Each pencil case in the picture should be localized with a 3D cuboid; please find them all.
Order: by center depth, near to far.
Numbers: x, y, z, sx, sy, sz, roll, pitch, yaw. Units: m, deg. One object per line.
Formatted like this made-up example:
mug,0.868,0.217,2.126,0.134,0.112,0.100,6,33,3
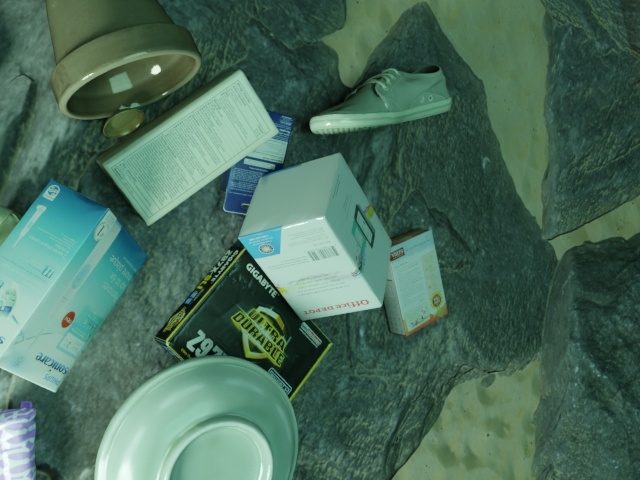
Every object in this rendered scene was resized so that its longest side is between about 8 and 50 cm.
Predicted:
pencil case,-0.535,0.397,1.248,0.088,0.086,0.206,-15,106,-69

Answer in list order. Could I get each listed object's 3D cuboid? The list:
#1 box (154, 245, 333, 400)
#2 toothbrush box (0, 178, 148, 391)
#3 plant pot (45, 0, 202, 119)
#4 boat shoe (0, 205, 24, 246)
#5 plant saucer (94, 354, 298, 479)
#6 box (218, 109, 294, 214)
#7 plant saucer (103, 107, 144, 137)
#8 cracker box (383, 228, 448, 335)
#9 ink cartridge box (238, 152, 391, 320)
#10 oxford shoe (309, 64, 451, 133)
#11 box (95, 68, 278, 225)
box,-0.155,0.213,1.513,0.257,0.079,0.322,-50,119,-21
toothbrush box,-0.452,0.082,1.199,0.295,0.126,0.216,-58,164,-18
plant pot,-0.374,-0.368,1.244,0.263,0.263,0.229,-24,88,-32
boat shoe,-0.591,0.078,1.193,0.094,0.109,0.302,33,69,-3
plant saucer,-0.199,0.415,1.297,0.400,0.100,0.400,-4,98,-30
box,-0.138,-0.166,1.508,0.136,0.036,0.225,8,96,-41
plant saucer,-0.373,-0.225,1.338,0.083,0.083,0.015,-24,74,-32
cracker box,0.227,0.103,1.785,0.155,0.067,0.232,-21,106,-34
ink cartridge box,0.000,0.000,1.474,0.270,0.198,0.197,57,32,-36
oxford shoe,0.140,-0.327,1.641,0.449,0.169,0.130,-22,108,-40
box,-0.251,-0.181,1.349,0.311,0.121,0.148,-37,113,-13
